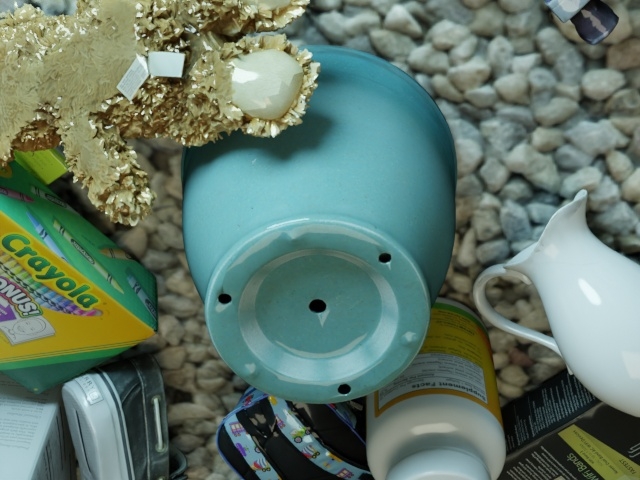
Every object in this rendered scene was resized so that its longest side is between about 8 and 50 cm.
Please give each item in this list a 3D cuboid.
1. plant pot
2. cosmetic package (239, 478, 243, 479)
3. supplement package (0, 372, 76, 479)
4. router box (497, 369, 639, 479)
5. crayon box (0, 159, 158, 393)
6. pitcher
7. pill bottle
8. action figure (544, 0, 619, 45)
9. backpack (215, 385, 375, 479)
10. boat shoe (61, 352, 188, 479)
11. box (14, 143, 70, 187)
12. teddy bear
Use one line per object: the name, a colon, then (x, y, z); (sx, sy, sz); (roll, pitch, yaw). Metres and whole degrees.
plant pot: (0.000, 0.000, 0.985); (0.272, 0.255, 0.271); (0, 121, 0)
cosmetic package: (-0.026, 0.385, 1.356); (0.231, 0.085, 0.117); (35, 117, -18)
supplement package: (-0.393, 0.288, 1.195); (0.199, 0.262, 0.198); (5, 124, -1)
router box: (0.363, 0.267, 1.264); (0.243, 0.081, 0.309); (-36, 115, 22)
crayon box: (-0.308, 0.029, 1.089); (0.165, 0.081, 0.278); (-27, 134, 19)
pitcher: (0.263, 0.080, 1.104); (0.207, 0.125, 0.178); (51, 132, 5)
pill bottle: (0.114, 0.180, 1.115); (0.136, 0.245, 0.136); (1, 124, 2)
action figure: (0.148, -0.279, 0.903); (0.285, 0.099, 0.185); (36, 125, -16)
backpack: (-0.025, 0.212, 1.219); (0.158, 0.117, 0.173); (-30, 118, 20)
boat shoe: (-0.204, 0.275, 1.262); (0.119, 0.121, 0.335); (-20, 131, -25)
box: (-0.342, -0.071, 1.085); (0.178, 0.042, 0.109); (-31, 117, 21)
teddy bear: (-0.149, -0.144, 0.945); (0.338, 0.113, 0.245); (-27, 78, 22)
